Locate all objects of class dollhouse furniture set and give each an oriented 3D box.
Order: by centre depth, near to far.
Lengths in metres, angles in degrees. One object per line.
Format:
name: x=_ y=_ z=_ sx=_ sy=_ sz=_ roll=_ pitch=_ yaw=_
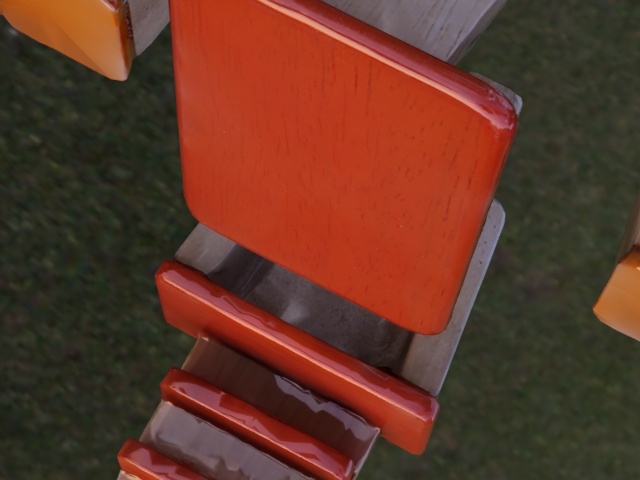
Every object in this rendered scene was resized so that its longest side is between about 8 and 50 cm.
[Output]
dollhouse furniture set: x=0.000 y=0.000 z=0.487 sx=0.135 sy=0.262 sz=0.259 roll=-60 pitch=171 yaw=-19
